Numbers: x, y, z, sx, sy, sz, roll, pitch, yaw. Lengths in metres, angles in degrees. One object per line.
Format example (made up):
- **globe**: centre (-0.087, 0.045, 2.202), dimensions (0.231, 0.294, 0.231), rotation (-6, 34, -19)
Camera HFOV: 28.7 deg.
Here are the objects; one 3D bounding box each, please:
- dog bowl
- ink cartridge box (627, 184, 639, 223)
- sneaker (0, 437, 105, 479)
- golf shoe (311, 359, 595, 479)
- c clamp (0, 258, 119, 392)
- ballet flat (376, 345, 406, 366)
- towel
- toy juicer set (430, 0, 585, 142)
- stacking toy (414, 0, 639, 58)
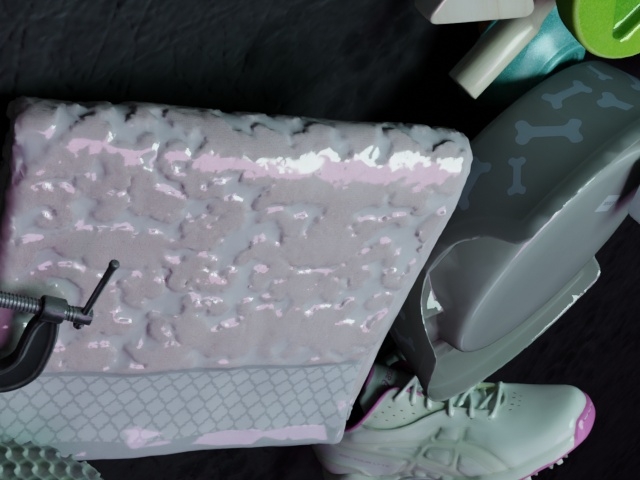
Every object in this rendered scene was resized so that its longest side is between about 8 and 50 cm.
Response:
- **dog bowl**: centre (0.188, -0.013, 1.125), dimensions (0.349, 0.102, 0.349), rotation (-39, 160, -17)
- **ink cartridge box**: centre (0.334, -0.062, 1.088), dimensions (0.122, 0.052, 0.088), rotation (-38, 160, -15)
- **sneaker**: centre (-0.278, 0.229, 0.847), dimensions (0.293, 0.102, 0.146), rotation (-3, 115, -31)
- **golf shoe**: centre (0.117, 0.180, 1.254), dimensions (0.140, 0.306, 0.115), rotation (63, 27, -22)
- **c clamp**: centre (-0.228, 0.048, 0.815), dimensions (0.161, 0.022, 0.137), rotation (9, 129, -23)
- **ballet flat**: centre (0.070, 0.181, 1.382), dimensions (0.079, 0.077, 0.221), rotation (15, 116, -36)
- **towel**: centre (-0.083, 0.042, 0.916), dimensions (0.332, 0.053, 0.317), rotation (1, 128, -27)
- **toy juicer set**: centre (0.145, -0.145, 1.062), dimensions (0.209, 0.089, 0.329), rotation (-40, 160, -13)
- **stacking toy**: centre (0.178, -0.280, 0.843), dimensions (0.309, 0.130, 0.279), rotation (0, 127, -36)
